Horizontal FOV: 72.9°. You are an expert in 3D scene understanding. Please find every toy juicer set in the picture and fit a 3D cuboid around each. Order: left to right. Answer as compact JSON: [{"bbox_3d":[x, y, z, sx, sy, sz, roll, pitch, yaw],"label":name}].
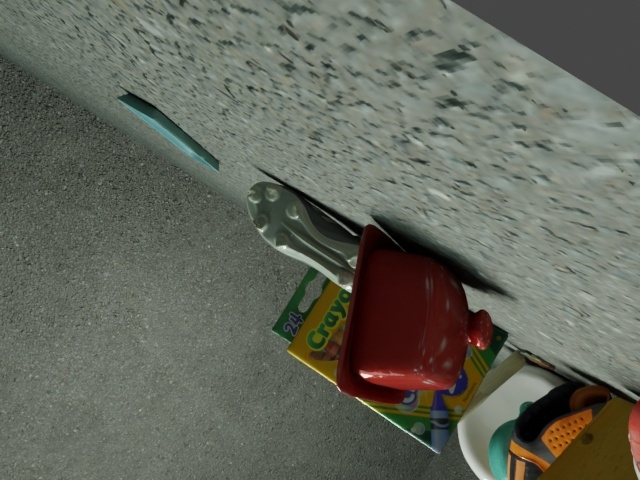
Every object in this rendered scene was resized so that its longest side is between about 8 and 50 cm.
[{"bbox_3d":[0.305,0.360,0.691,0.089,0.209,0.328,78,175,-49],"label":"toy juicer set"}]

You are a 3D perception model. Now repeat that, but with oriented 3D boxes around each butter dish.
[{"bbox_3d":[0.102,0.080,0.414,0.118,0.159,0.160,1,158,33],"label":"butter dish"}]

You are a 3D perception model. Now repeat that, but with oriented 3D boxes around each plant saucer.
[{"bbox_3d":[-0.212,-0.154,0.638,0.067,0.018,0.192,30,177,17],"label":"plant saucer"}]

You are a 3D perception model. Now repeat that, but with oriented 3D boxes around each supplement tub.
[{"bbox_3d":[0.447,0.400,0.876,0.241,0.241,0.331,28,174,46],"label":"supplement tub"}]

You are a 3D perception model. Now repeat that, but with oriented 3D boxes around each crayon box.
[{"bbox_3d":[0.095,0.149,0.695,0.323,0.203,0.083,31,176,12],"label":"crayon box"}]

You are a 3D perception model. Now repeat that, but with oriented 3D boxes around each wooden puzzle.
[{"bbox_3d":[0.361,0.199,0.725,0.049,0.006,0.083,30,176,18],"label":"wooden puzzle"}]

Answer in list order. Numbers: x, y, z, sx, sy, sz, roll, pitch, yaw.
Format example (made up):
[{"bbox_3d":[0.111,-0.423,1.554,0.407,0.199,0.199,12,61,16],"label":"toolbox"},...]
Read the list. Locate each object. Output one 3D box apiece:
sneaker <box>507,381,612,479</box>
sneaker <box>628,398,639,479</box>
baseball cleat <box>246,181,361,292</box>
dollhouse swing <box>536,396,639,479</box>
[{"bbox_3d":[0.410,0.280,0.552,0.321,0.179,0.124,-3,178,6],"label":"sneaker"},{"bbox_3d":[0.198,0.108,0.191,0.270,0.090,0.145,42,-176,-26],"label":"sneaker"},{"bbox_3d":[0.000,0.000,0.543,0.206,0.072,0.109,40,-166,14],"label":"baseball cleat"},{"bbox_3d":[0.389,0.334,0.319,0.305,0.315,0.347,46,175,-2],"label":"dollhouse swing"}]
